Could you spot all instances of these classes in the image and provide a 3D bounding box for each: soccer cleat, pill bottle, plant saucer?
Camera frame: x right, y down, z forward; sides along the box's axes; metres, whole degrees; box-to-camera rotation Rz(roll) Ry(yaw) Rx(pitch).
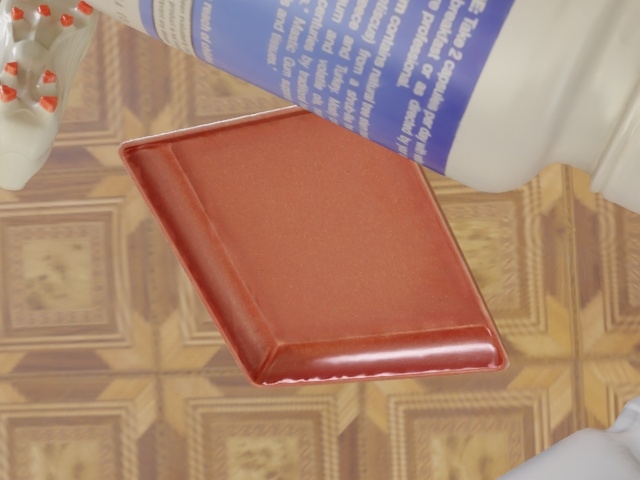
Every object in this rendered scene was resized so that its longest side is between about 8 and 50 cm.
[{"bbox_3d":[-0.197,-0.116,0.973,0.068,0.196,0.076,16,130,-12],"label":"soccer cleat"},{"bbox_3d":[0.046,-0.112,0.585,0.272,0.152,0.152,27,95,8],"label":"pill bottle"},{"bbox_3d":[0.000,0.000,1.128,0.259,0.048,0.258,-9,121,35],"label":"plant saucer"}]

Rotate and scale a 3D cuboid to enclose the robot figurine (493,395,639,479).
[{"bbox_3d":[0.103,0.184,0.527,0.353,0.300,0.200,-31,61,0],"label":"robot figurine"}]
